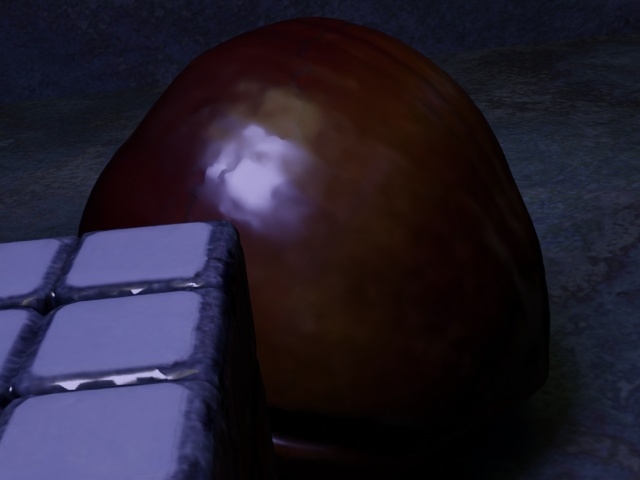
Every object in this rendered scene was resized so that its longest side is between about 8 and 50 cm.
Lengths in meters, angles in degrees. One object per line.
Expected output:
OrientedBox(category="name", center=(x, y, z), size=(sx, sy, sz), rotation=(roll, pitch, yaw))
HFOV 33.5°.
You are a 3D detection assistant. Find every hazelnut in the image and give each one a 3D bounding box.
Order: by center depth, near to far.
OrientedBox(category="hazelnut", center=(0.000, 0.000, 0.912), size=(0.402, 0.401, 0.429), rotation=(3, 13, 22))

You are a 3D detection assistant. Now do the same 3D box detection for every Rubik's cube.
OrientedBox(category="Rubik's cube", center=(-0.186, 0.214, 0.486), size=(0.337, 0.344, 0.343), rotation=(-5, 22, 1))
